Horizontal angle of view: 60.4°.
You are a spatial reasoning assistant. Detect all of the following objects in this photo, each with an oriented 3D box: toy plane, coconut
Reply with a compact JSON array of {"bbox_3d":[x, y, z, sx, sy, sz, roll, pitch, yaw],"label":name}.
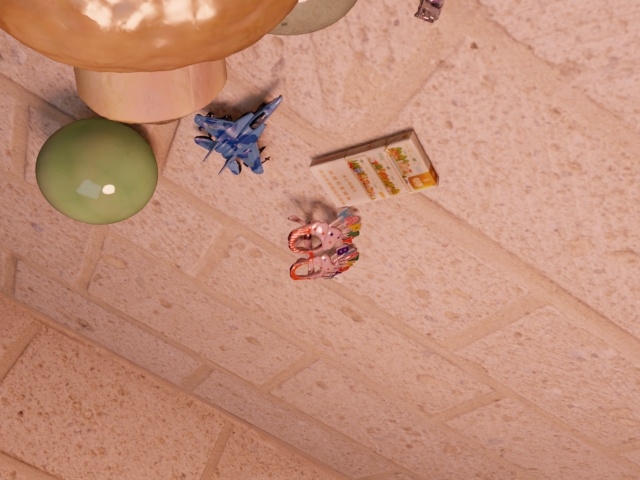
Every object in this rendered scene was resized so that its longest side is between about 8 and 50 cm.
[{"bbox_3d":[-0.140,-0.209,1.032,0.169,0.078,0.246,39,132,-19],"label":"toy plane"},{"bbox_3d":[-0.267,-0.297,0.869,0.239,0.239,0.244,17,137,8],"label":"coconut"}]

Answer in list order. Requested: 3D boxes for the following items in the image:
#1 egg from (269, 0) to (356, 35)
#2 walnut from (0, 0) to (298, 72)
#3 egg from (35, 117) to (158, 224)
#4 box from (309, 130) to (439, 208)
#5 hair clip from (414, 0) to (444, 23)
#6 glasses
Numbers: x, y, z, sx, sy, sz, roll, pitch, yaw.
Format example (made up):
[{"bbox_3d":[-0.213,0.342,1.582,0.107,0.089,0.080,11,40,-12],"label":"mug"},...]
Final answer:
[{"bbox_3d":[-0.056,-0.364,0.734,0.236,0.169,0.169,14,140,11],"label":"egg"},{"bbox_3d":[-0.176,-0.342,0.508,0.381,0.381,0.381,14,140,12],"label":"walnut"},{"bbox_3d":[-0.468,-0.143,1.152,0.269,0.220,0.220,4,138,37],"label":"egg"},{"bbox_3d":[0.099,-0.126,1.039,0.220,0.032,0.122,-11,131,35],"label":"box"},{"bbox_3d":[0.166,-0.374,0.718,0.116,0.049,0.172,11,133,-6],"label":"hair clip"},{"bbox_3d":[0.007,0.005,1.212,0.162,0.095,0.255,-5,146,-5],"label":"glasses"}]
